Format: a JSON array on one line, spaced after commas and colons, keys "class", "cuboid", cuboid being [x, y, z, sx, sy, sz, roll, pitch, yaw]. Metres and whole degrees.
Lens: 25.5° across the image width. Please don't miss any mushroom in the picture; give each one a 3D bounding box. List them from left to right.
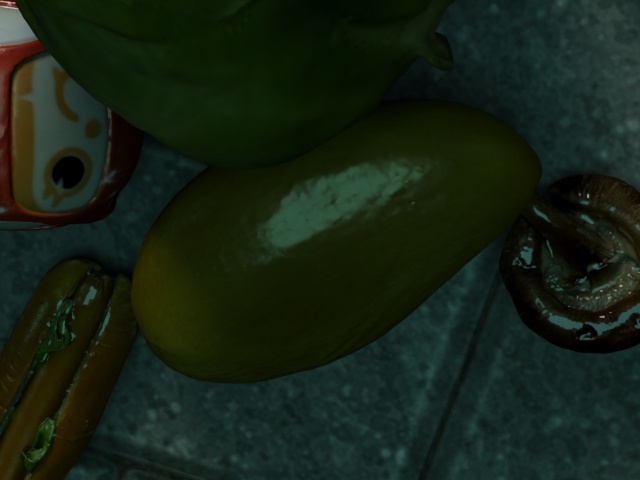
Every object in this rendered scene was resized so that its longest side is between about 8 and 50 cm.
[{"class": "mushroom", "cuboid": [0.198, 0.007, 1.100, 0.135, 0.080, 0.171, -41, 93, 2]}]

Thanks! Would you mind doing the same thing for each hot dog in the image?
[{"class": "hot dog", "cuboid": [-0.230, 0.128, 1.189, 0.100, 0.068, 0.250, 27, 109, -2]}]

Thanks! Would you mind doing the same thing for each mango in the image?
[{"class": "mango", "cuboid": [-0.007, -0.002, 1.063, 0.331, 0.142, 0.195, -38, 131, 26]}]

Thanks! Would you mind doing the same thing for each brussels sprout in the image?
[{"class": "brussels sprout", "cuboid": [-0.052, -0.258, 0.874, 0.342, 0.361, 0.425, -18, 110, 7]}]

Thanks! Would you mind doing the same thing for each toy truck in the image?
[{"class": "toy truck", "cuboid": [-0.268, -0.087, 1.031, 0.264, 0.239, 0.189, 4, 109, 4]}]
